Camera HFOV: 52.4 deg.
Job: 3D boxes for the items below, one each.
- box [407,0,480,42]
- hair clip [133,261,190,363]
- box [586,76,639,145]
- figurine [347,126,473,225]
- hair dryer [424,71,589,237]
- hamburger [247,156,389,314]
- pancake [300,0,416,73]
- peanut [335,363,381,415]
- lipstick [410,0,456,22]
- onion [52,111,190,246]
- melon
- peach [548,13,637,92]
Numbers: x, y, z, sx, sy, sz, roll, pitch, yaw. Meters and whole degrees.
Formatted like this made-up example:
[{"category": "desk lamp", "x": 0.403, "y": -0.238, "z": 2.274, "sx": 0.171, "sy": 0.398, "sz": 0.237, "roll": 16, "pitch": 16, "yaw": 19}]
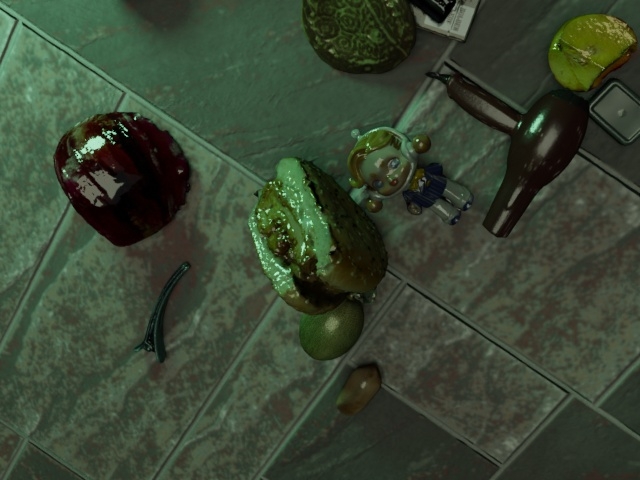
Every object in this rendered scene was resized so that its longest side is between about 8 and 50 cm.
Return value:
[{"category": "box", "x": 0.162, "y": -0.526, "z": 1.278, "sx": 0.325, "sy": 0.047, "sz": 0.180, "roll": 20, "pitch": 108, "yaw": 6}, {"category": "hair clip", "x": -0.386, "y": 0.171, "z": 1.599, "sx": 0.083, "sy": 0.048, "sz": 0.275, "roll": 24, "pitch": 108, "yaw": 8}, {"category": "box", "x": 0.589, "y": -0.252, "z": 1.279, "sx": 0.126, "sy": 0.031, "sz": 0.091, "roll": 41, "pitch": 110, "yaw": -4}, {"category": "figurine", "x": 0.189, "y": -0.141, "z": 1.352, "sx": 0.274, "sy": 0.133, "sz": 0.193, "roll": 10, "pitch": 125, "yaw": -1}, {"category": "hair dryer", "x": 0.329, "y": -0.213, "z": 1.315, "sx": 0.340, "sy": 0.123, "sz": 0.312, "roll": 35, "pitch": 108, "yaw": 12}, {"category": "hamburger", "x": 0.000, "y": 0.000, "z": 1.346, "sx": 0.195, "sy": 0.277, "sz": 0.318, "roll": -39, "pitch": 56, "yaw": 20}, {"category": "pancake", "x": 0.067, "y": -0.437, "z": 1.284, "sx": 0.250, "sy": 0.031, "sz": 0.250, "roll": 19, "pitch": 138, "yaw": 18}, {"category": "peanut", "x": 0.090, "y": 0.356, "z": 1.541, "sx": 0.076, "sy": 0.076, "sz": 0.152, "roll": 33, "pitch": 107, "yaw": 1}, {"category": "lipstick", "x": 0.088, "y": -0.568, "z": 1.220, "sx": 0.418, "sy": 0.077, "sz": 0.077, "roll": 41, "pitch": 110, "yaw": 1}, {"category": "onion", "x": -0.458, "y": -0.154, "z": 1.469, "sx": 0.280, "sy": 0.146, "sz": 0.314, "roll": -30, "pitch": 94, "yaw": 14}, {"category": "melon", "x": 0.028, "y": 0.185, "z": 1.466, "sx": 0.139, "sy": 0.139, "sz": 0.192, "roll": 33, "pitch": 113, "yaw": 1}, {"category": "peach", "x": 0.508, "y": -0.362, "z": 1.221, "sx": 0.151, "sy": 0.118, "sz": 0.151, "roll": 28, "pitch": 141, "yaw": 25}]
